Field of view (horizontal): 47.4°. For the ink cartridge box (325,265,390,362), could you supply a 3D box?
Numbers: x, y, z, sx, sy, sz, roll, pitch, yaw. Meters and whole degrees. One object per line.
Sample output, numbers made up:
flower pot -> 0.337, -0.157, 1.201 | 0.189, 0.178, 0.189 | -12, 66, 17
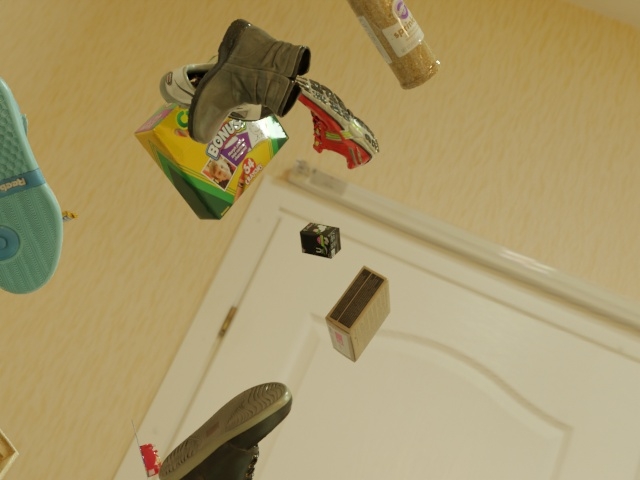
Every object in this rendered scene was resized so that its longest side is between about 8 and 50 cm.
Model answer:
ink cartridge box -> 0.109, 0.207, 2.033 | 0.088, 0.193, 0.234 | 31, -21, 21

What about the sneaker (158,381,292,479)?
sneaker -> -0.106, 0.294, 1.019 | 0.118, 0.222, 0.083 | 49, 11, -19

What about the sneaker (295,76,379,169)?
sneaker -> 0.018, -0.257, 1.677 | 0.118, 0.107, 0.279 | -37, -58, 20

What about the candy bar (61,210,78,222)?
candy bar -> -0.612, -0.034, 1.622 | 0.161, 0.018, 0.040 | -19, -19, 15

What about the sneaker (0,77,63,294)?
sneaker -> -0.457, -0.093, 1.054 | 0.127, 0.319, 0.208 | -13, 19, -20

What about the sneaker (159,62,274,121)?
sneaker -> -0.210, -0.368, 1.779 | 0.331, 0.122, 0.146 | -2, -5, -31

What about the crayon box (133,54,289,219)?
crayon box -> -0.288, -0.292, 2.028 | 0.106, 0.363, 0.313 | 2, -44, 43

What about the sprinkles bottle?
sprinkles bottle -> 0.158, -0.541, 1.775 | 0.121, 0.121, 0.355 | -1, -46, 53

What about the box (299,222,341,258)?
box -> 0.000, 0.000, 1.738 | 0.083, 0.052, 0.062 | 12, -57, 28

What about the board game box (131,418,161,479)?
board game box -> -0.327, 0.421, 1.411 | 0.169, 0.033, 0.133 | -141, -142, -62

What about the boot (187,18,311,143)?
boot -> -0.128, -0.257, 1.294 | 0.161, 0.246, 0.083 | 32, 15, 17

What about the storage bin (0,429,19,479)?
storage bin -> -0.449, 0.220, 0.655 | 0.123, 0.262, 0.260 | 6, -47, 19
